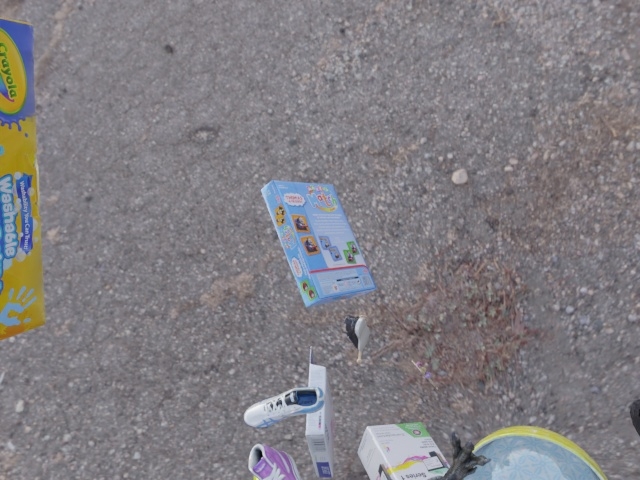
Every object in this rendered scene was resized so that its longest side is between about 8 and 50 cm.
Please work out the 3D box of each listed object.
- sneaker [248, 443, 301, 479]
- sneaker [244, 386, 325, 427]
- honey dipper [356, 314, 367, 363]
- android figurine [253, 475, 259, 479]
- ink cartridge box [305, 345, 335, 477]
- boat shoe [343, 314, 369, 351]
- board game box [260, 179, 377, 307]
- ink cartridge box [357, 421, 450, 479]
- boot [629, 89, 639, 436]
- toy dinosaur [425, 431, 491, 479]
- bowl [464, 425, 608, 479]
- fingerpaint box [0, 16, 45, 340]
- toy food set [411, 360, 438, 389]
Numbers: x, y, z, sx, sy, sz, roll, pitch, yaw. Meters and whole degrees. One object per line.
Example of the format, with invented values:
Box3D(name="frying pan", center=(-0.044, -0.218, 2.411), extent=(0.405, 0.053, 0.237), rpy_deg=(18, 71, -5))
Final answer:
Box3D(name="sneaker", center=(-0.106, 0.646, 1.334), extent=(0.102, 0.161, 0.282), rpy_deg=(-48, 37, -6))
Box3D(name="sneaker", center=(-0.103, 0.462, 1.452), extent=(0.237, 0.086, 0.085), rpy_deg=(-14, 43, -6))
Box3D(name="honey dipper", center=(0.133, 0.324, 1.677), extent=(0.030, 0.030, 0.161), rpy_deg=(-3, 60, 19))
Box3D(name="android figurine", center=(-0.151, 0.865, 1.667), extent=(0.248, 0.056, 0.273), rpy_deg=(-3, 25, -10))
Box3D(name="ink cartridge box", center=(0.007, 0.593, 1.784), extent=(0.071, 0.324, 0.330), rpy_deg=(-2, 45, 7))
Box3D(name="boat shoe", center=(0.072, 0.188, 1.044), extent=(0.038, 0.125, 0.046), rpy_deg=(19, 66, 22))
Box3D(name="board game box", center=(0.000, 0.000, 0.875), extent=(0.039, 0.160, 0.212), rpy_deg=(-32, 72, 36))
Box3D(name="ink cartridge box", center=(0.259, 0.669, 1.474), extent=(0.278, 0.201, 0.117), rpy_deg=(-127, 46, -57))
Box3D(name="boot", center=(0.303, 0.046, 0.374), extent=(0.223, 0.118, 0.338), rpy_deg=(-46, 104, -12))
Box3D(name="toy dinosaur", center=(0.097, 0.239, 0.424), extent=(0.064, 0.268, 0.118), rpy_deg=(34, 58, 27))
Box3D(name="bowl", center=(0.433, 0.490, 1.032), extent=(0.289, 0.156, 0.290), rpy_deg=(4, 100, 25))
Box3D(name="fingerpaint box", center=(-0.555, -0.062, 0.621), extent=(0.163, 0.371, 0.446), rpy_deg=(11, 106, 24))
Box3D(name="toy food set", center=(0.340, 0.427, 1.662), extent=(0.019, 0.122, 0.078), rpy_deg=(-41, 39, -1))
